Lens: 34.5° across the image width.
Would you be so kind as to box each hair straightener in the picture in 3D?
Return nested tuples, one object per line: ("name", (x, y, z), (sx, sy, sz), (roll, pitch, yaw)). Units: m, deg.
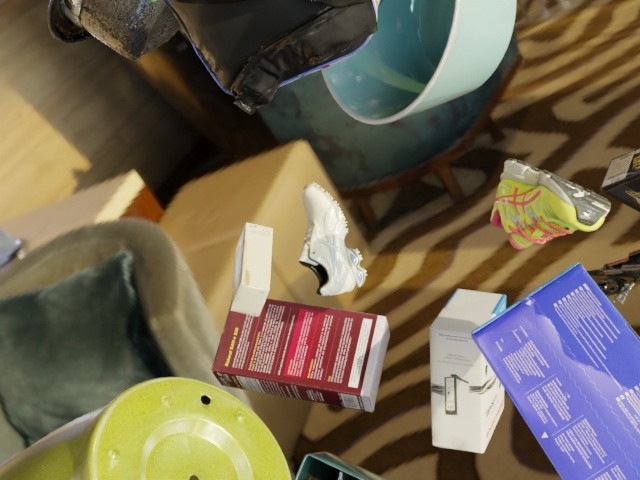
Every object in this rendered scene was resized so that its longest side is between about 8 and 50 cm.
("hair straightener", (0.496, 0.061, 1.713), (0.089, 0.047, 0.230), (-58, 12, -16))

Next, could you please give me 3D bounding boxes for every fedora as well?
("fedora", (-0.304, -0.421, 1.745), (0.334, 0.152, 0.334), (-45, -2, -2))

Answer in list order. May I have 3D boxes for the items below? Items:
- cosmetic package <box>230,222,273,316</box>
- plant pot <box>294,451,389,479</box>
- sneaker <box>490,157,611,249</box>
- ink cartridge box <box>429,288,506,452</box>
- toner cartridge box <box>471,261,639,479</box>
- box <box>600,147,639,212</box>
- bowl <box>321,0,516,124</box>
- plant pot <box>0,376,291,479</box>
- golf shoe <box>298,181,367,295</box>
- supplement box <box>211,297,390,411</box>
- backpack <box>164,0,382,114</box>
("cosmetic package", (-0.092, 0.038, 1.390), (0.115, 0.041, 0.060), (-90, 17, -45))
("plant pot", (0.041, 0.442, 1.678), (0.234, 0.165, 0.166), (27, -94, -79))
("sneaker", (0.251, -0.028, 1.155), (0.094, 0.081, 0.208), (-64, 14, 5))
("ink cartridge box", (0.226, 0.197, 1.569), (0.085, 0.203, 0.148), (5, 23, 22))
("toner cartridge box", (0.327, 0.199, 1.180), (0.165, 0.075, 0.348), (-33, 47, 6))
("box", (0.661, -0.072, 1.682), (0.073, 0.295, 0.293), (-66, 12, -14))
("bowl", (0.141, -0.306, 1.366), (0.163, 0.312, 0.311), (-1, 5, -33))
("plant pot", (-0.216, 0.336, 1.167), (0.353, 0.366, 0.366), (-48, 10, 40))
("golf shoe", (0.000, 0.000, 1.548), (0.086, 0.176, 0.069), (-22, -7, -23))
("supplement box", (-0.028, 0.166, 1.529), (0.239, 0.073, 0.130), (8, 63, 13))
("backpack", (-0.048, -0.328, 1.309), (0.263, 0.276, 0.213), (-6, 49, 32))
